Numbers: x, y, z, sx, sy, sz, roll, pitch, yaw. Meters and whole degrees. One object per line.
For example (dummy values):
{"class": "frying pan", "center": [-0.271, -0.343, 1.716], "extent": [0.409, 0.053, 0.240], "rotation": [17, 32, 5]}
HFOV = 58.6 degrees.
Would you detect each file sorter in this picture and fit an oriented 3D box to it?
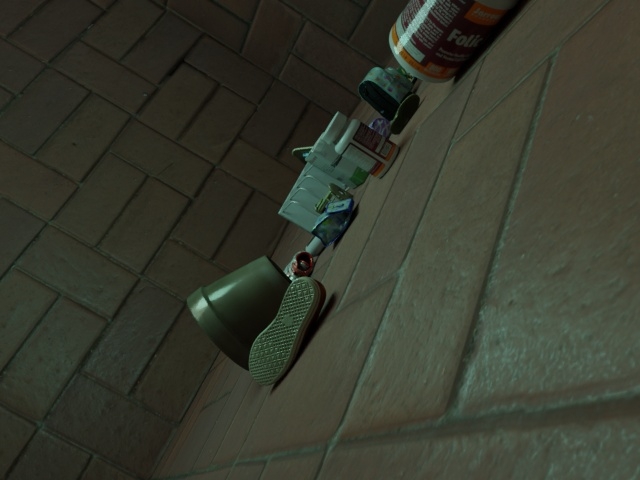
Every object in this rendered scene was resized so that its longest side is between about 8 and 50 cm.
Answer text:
{"class": "file sorter", "center": [-0.003, -0.192, 2.291], "extent": [0.277, 0.193, 0.173], "rotation": [-62, 11, -23]}

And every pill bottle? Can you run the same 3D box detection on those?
{"class": "pill bottle", "center": [0.357, -0.603, 1.427], "extent": [0.392, 0.224, 0.224], "rotation": [-49, 13, 56]}
{"class": "pill bottle", "center": [0.121, -0.297, 1.761], "extent": [0.121, 0.221, 0.121], "rotation": [-57, 8, 12]}

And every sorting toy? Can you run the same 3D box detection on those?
{"class": "sorting toy", "center": [0.048, -0.331, 2.434], "extent": [0.229, 0.307, 0.041], "rotation": [-6, 71, 28]}

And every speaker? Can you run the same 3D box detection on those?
{"class": "speaker", "center": [0.000, 0.000, 2.026], "extent": [0.136, 0.055, 0.055], "rotation": [-51, 11, 44]}

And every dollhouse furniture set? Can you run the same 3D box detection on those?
{"class": "dollhouse furniture set", "center": [0.020, -0.090, 2.063], "extent": [0.182, 0.101, 0.161], "rotation": [-55, 9, 28]}

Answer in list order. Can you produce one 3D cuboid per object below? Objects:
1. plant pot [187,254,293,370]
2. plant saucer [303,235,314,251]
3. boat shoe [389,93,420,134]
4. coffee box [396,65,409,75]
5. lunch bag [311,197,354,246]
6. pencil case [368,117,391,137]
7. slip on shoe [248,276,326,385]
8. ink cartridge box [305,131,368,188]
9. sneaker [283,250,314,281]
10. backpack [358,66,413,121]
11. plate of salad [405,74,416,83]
{"class": "plant pot", "center": [-0.217, 0.207, 1.833], "extent": [0.280, 0.323, 0.323], "rotation": [-43, 7, -2]}
{"class": "plant saucer", "center": [-0.039, 0.036, 2.235], "extent": [0.168, 0.029, 0.168], "rotation": [-56, 8, 12]}
{"class": "boat shoe", "center": [0.276, -0.424, 1.889], "extent": [0.152, 0.056, 0.049], "rotation": [-54, 14, 31]}
{"class": "coffee box", "center": [0.372, -0.703, 2.257], "extent": [0.113, 0.040, 0.184], "rotation": [-36, 12, 4]}
{"class": "lunch bag", "center": [0.049, -0.070, 1.865], "extent": [0.151, 0.096, 0.129], "rotation": [-41, 11, 19]}
{"class": "pencil case", "center": [0.200, -0.387, 2.157], "extent": [0.206, 0.086, 0.088], "rotation": [140, 133, -71]}
{"class": "slip on shoe", "center": [-0.081, 0.240, 1.485], "extent": [0.101, 0.123, 0.331], "rotation": [1, -60, -61]}
{"class": "ink cartridge box", "center": [0.067, -0.290, 2.095], "extent": [0.092, 0.219, 0.160], "rotation": [-60, 8, -8]}
{"class": "sneaker", "center": [-0.109, 0.153, 1.996], "extent": [0.270, 0.090, 0.145], "rotation": [-61, 5, -38]}
{"class": "backpack", "center": [0.242, -0.562, 2.139], "extent": [0.144, 0.188, 0.166], "rotation": [-61, 7, -14]}
{"class": "plate of salad", "center": [0.336, -0.631, 2.338], "extent": [0.200, 0.048, 0.200], "rotation": [-58, 7, 12]}
